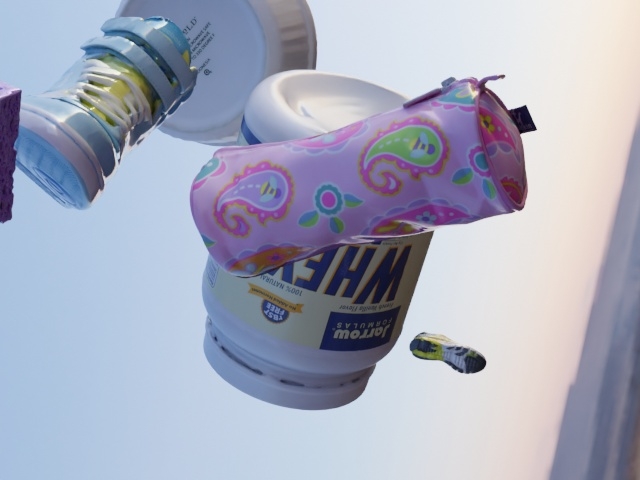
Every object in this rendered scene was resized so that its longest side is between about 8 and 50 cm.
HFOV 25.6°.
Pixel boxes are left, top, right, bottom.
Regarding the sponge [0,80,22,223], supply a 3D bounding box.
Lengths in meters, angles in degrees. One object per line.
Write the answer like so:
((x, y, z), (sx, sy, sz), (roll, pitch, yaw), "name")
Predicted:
((-0.322, -0.095, 1.061), (0.031, 0.210, 0.117), (-44, -28, -51), "sponge")

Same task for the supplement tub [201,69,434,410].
((0.000, 0.000, 1.559), (0.235, 0.236, 0.324), (-53, -19, -62), "supplement tub")

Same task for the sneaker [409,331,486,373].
((0.136, 0.114, 1.486), (0.035, 0.083, 0.031), (-66, -5, -66), "sneaker")

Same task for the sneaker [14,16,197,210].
((-0.198, -0.137, 1.308), (0.208, 0.127, 0.319), (-47, 12, -8), "sneaker")

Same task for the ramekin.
((-0.147, -0.249, 1.825), (0.127, 0.273, 0.272), (-40, -40, -70), "ramekin")

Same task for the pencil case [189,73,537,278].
((0.035, -0.052, 1.183), (0.124, 0.284, 0.124), (45, -143, -49), "pencil case")
